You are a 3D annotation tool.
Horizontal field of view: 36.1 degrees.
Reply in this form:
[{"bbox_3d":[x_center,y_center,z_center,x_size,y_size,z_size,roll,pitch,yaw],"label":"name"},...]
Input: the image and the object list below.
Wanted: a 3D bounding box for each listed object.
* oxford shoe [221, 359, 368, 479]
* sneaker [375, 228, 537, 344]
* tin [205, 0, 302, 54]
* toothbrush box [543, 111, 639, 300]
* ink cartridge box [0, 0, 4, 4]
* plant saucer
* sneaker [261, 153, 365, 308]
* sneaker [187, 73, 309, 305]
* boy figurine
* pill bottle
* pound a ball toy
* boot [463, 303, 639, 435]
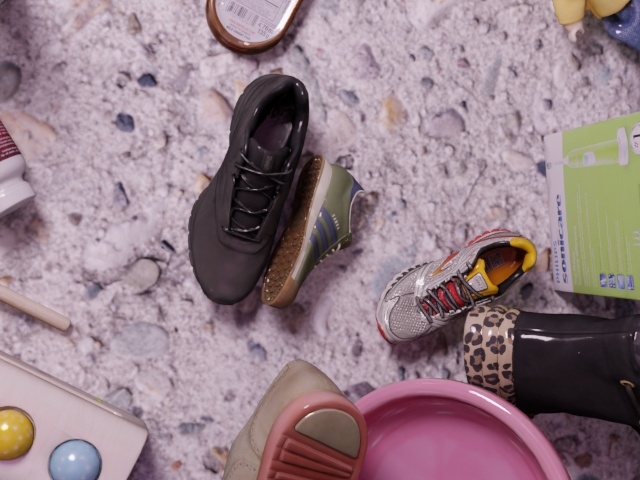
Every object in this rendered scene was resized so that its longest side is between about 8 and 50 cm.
[{"bbox_3d":[-0.065,0.327,1.152,0.140,0.146,0.397,21,104,-24],"label":"oxford shoe"},{"bbox_3d":[0.166,0.052,1.208,0.225,0.093,0.088,-33,96,-9],"label":"sneaker"},{"bbox_3d":[-0.065,-0.317,1.194,0.106,0.040,0.189,28,84,-14],"label":"tin"},{"bbox_3d":[0.378,-0.040,1.153,0.122,0.283,0.206,-5,90,-12],"label":"toothbrush box"},{"bbox_3d":[-0.388,-0.344,0.960,0.176,0.371,0.069,45,82,-9],"label":"ink cartridge box"},{"bbox_3d":[0.142,0.325,1.140,0.332,0.084,0.332,-2,84,26],"label":"plant saucer"},{"bbox_3d":[0.000,0.000,1.182,0.086,0.064,0.192,24,78,-31],"label":"sneaker"},{"bbox_3d":[-0.082,-0.064,1.142,0.109,0.130,0.286,14,88,-13],"label":"sneaker"},{"bbox_3d":[0.353,-0.334,1.248,0.285,0.092,0.177,37,83,-8],"label":"boy figurine"},{"bbox_3d":[-0.388,-0.100,1.103,0.086,0.086,0.152,-32,95,-10],"label":"pill bottle"},{"bbox_3d":[-0.344,0.160,1.086,0.319,0.136,0.208,29,85,-10],"label":"pound a ball toy"},{"bbox_3d":[0.342,0.185,1.193,0.284,0.377,0.138,2,63,22],"label":"boot"}]
